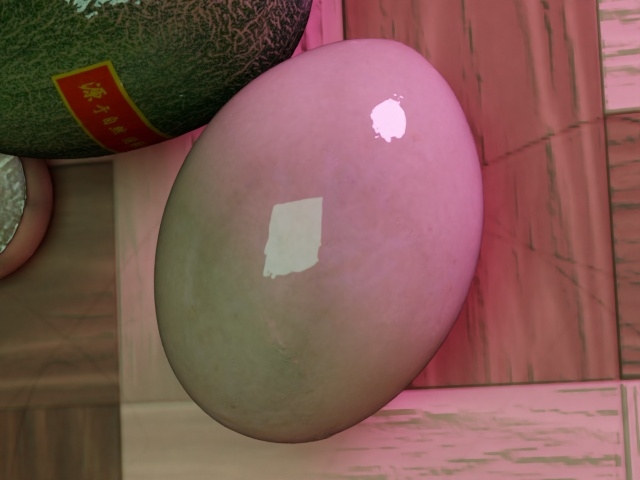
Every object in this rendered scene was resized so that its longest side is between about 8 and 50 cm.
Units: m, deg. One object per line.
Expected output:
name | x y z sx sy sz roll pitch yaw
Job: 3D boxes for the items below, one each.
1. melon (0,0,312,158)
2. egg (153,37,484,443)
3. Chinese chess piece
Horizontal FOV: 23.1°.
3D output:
melon | -0.125 -0.146 0.982 0.288 0.182 0.182 -15 81 19
egg | 0.000 0.000 0.931 0.187 0.186 0.253 23 93 17
Chinese chess piece | -0.244 -0.029 1.076 0.122 0.051 0.122 -1 84 14
